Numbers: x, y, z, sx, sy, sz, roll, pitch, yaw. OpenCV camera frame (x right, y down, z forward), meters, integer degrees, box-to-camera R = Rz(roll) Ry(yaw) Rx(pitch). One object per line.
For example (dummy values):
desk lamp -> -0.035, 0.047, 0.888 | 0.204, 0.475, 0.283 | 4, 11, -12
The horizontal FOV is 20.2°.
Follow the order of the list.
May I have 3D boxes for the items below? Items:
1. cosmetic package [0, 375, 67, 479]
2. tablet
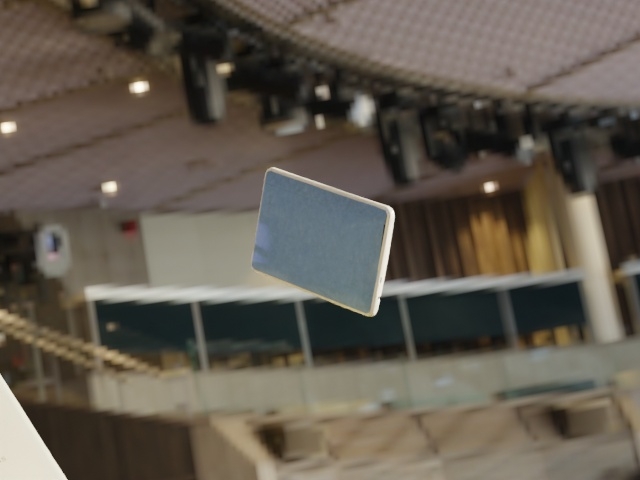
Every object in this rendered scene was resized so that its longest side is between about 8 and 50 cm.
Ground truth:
cosmetic package -> -0.217, 0.177, 0.979 | 0.151, 0.183, 0.151 | -21, -43, -24
tablet -> 0.000, 0.000, 0.865 | 0.083, 0.054, 0.006 | 20, 16, 40
